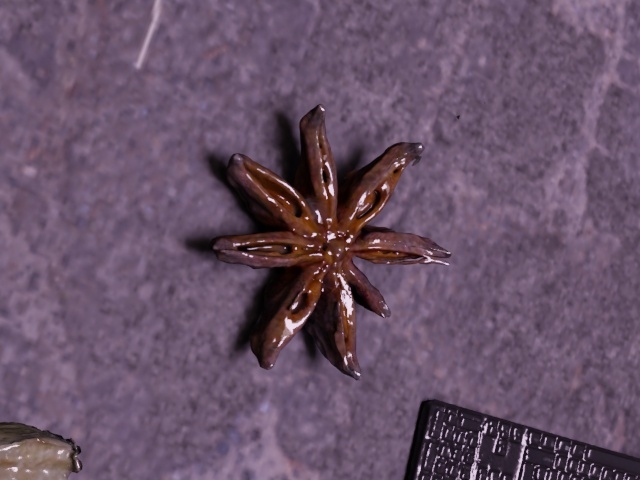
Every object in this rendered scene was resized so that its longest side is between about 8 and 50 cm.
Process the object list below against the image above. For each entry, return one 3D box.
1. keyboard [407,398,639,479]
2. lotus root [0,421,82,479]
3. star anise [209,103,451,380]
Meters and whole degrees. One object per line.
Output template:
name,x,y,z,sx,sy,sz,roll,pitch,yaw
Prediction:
keyboard,0.134,0.141,1.006,0.204,0.013,0.061,18,80,-32
lotus root,-0.183,0.139,0.767,0.144,0.070,0.143,17,88,-36
star anise,-0.001,-0.001,0.898,0.141,0.042,0.141,-3,96,-32
